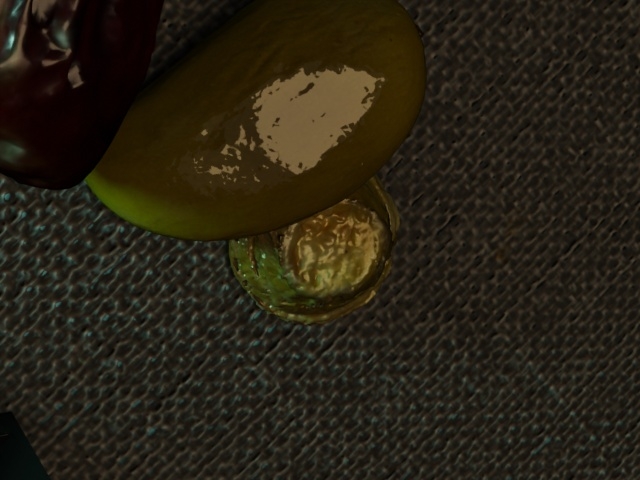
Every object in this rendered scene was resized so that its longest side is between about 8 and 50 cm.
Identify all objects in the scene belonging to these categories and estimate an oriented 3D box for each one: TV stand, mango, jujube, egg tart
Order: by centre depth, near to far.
[{"bbox_3d":[-0.239,-0.222,1.279,0.258,0.258,0.377,-2,106,-24],"label":"jujube"},{"bbox_3d":[-0.266,0.221,1.408,0.049,0.256,0.040,-9,110,-21],"label":"TV stand"},{"bbox_3d":[-0.046,-0.107,1.464,0.331,0.142,0.195,-38,95,-2],"label":"mango"},{"bbox_3d":[0.000,0.000,1.566,0.191,0.074,0.191,-7,109,-20],"label":"egg tart"}]
